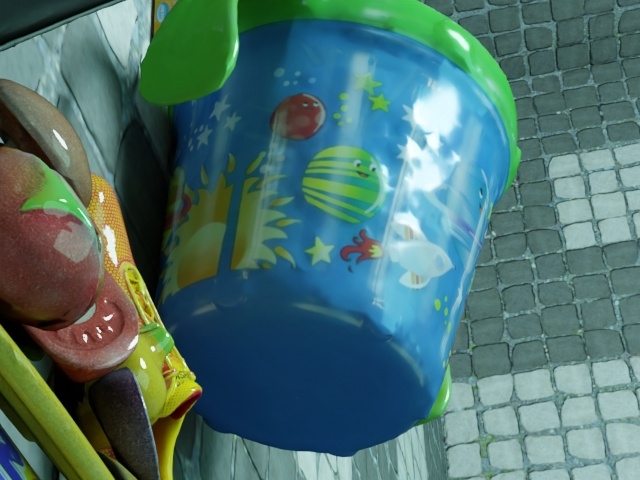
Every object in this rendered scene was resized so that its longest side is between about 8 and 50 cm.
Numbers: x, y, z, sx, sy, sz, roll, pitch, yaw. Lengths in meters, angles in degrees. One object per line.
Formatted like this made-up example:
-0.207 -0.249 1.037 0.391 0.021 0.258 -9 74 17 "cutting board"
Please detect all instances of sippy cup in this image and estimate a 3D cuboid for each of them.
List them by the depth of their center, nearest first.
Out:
0.000 0.000 0.715 0.240 0.305 0.224 -44 -155 45 "sippy cup"

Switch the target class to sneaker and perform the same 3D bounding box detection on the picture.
-0.089 0.053 0.537 0.064 0.067 0.175 24 55 -77 "sneaker"

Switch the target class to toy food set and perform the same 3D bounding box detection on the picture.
-0.089 0.012 0.374 0.128 0.071 0.218 36 -23 37 "toy food set"

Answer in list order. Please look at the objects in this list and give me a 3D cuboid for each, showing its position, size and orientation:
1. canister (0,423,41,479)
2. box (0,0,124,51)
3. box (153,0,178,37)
-0.122 0.080 0.291 0.126 0.073 0.170 -90 165 -47 "canister"
-0.126 -0.209 0.321 0.184 0.103 0.261 56 -12 48 "box"
-0.089 -0.133 0.850 0.136 0.028 0.081 71 13 -56 "box"
